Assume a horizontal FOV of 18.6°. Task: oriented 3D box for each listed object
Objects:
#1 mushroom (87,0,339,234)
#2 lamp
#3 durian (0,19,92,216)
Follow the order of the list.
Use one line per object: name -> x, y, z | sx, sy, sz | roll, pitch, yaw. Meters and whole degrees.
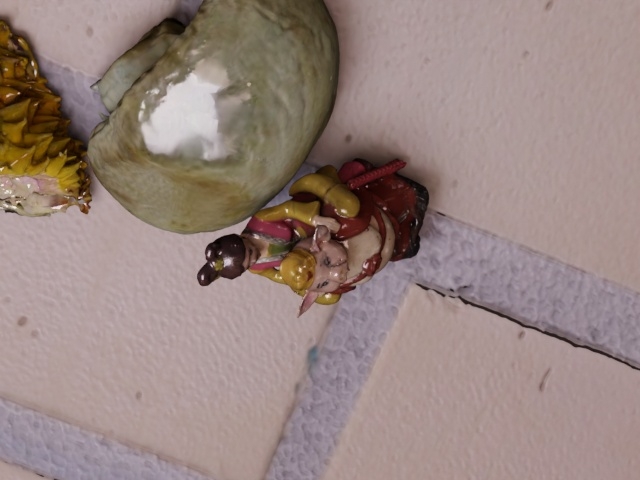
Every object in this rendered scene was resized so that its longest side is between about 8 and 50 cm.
mushroom -> -0.091, -0.109, 1.715 | 0.267, 0.164, 0.189 | -40, 102, 14
lamp -> 0.000, 0.000, 1.704 | 0.118, 0.253, 0.118 | 7, 106, 28
durian -> -0.364, -0.130, 1.761 | 0.305, 0.185, 0.195 | 4, 86, 10
